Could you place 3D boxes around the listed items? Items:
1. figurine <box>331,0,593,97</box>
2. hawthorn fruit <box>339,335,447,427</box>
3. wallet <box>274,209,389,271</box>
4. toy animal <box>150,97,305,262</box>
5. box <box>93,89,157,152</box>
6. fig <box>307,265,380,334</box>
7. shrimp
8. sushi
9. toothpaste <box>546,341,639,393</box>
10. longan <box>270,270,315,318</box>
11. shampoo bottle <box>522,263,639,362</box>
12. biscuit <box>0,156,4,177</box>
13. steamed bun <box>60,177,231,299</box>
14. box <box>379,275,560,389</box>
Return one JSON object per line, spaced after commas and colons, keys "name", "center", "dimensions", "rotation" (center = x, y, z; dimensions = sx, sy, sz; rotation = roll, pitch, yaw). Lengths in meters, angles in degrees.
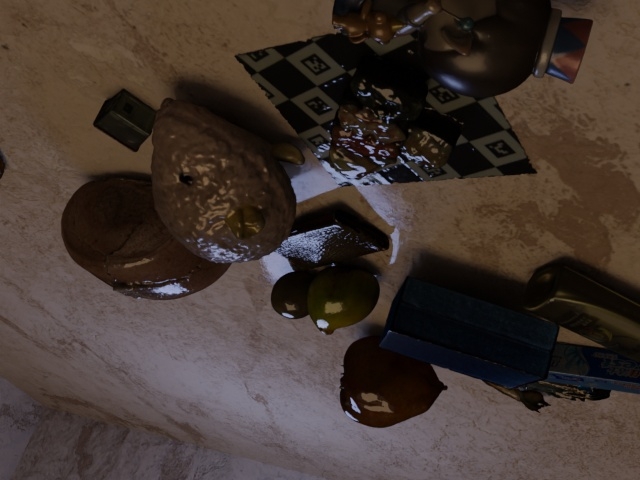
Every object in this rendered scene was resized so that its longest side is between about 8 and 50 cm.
{"name": "figurine", "center": [0.146, -0.240, 0.846], "dimensions": [0.275, 0.161, 0.158], "rotation": [24, 116, -12]}
{"name": "hawthorn fruit", "center": [0.165, 0.311, 1.812], "dimensions": [0.248, 0.208, 0.208], "rotation": [4, 153, -4]}
{"name": "wallet", "center": [0.000, 0.000, 1.498], "dimensions": [0.133, 0.039, 0.243], "rotation": [28, 152, -30]}
{"name": "toy animal", "center": [-0.151, -0.065, 1.315], "dimensions": [0.226, 0.188, 0.358], "rotation": [19, 154, 15]}
{"name": "box", "center": [-0.311, -0.195, 1.325], "dimensions": [0.085, 0.060, 0.063], "rotation": [35, 141, -26]}
{"name": "fig", "center": [0.040, 0.105, 1.574], "dimensions": [0.136, 0.120, 0.153], "rotation": [12, 144, -26]}
{"name": "shrimp", "center": [0.475, 0.316, 1.737], "dimensions": [0.290, 0.054, 0.222], "rotation": [6, 149, 33]}
{"name": "sushi", "center": [0.081, -0.150, 1.131], "dimensions": [0.339, 0.068, 0.320], "rotation": [-1, 146, 35]}
{"name": "toothpaste", "center": [0.531, 0.244, 1.555], "dimensions": [0.272, 0.066, 0.053], "rotation": [5, 148, 27]}
{"name": "longan", "center": [-0.042, 0.110, 1.671], "dimensions": [0.119, 0.106, 0.106], "rotation": [-11, 170, -33]}
{"name": "shampoo bottle", "center": [0.514, 0.146, 1.371], "dimensions": [0.350, 0.084, 0.125], "rotation": [25, 159, -12]}
{"name": "biscuit", "center": [-0.730, -0.198, 1.625], "dimensions": [0.176, 0.031, 0.228], "rotation": [4, 150, 30]}
{"name": "steamed bun", "center": [-0.338, 0.020, 1.578], "dimensions": [0.301, 0.199, 0.251], "rotation": [5, 150, 25]}
{"name": "box", "center": [0.263, 0.177, 1.513], "dimensions": [0.279, 0.116, 0.261], "rotation": [19, 166, 4]}
